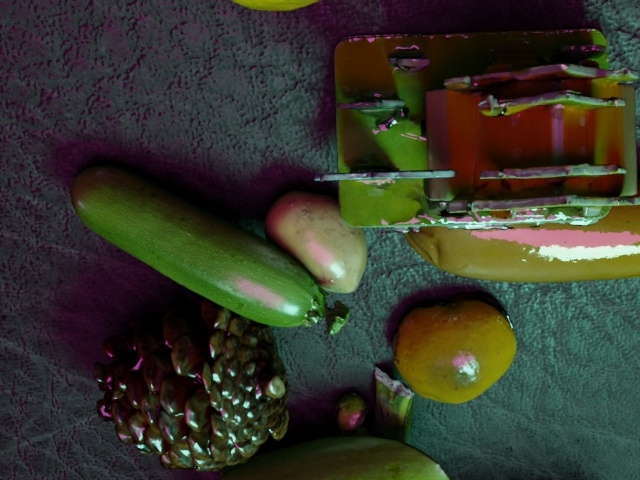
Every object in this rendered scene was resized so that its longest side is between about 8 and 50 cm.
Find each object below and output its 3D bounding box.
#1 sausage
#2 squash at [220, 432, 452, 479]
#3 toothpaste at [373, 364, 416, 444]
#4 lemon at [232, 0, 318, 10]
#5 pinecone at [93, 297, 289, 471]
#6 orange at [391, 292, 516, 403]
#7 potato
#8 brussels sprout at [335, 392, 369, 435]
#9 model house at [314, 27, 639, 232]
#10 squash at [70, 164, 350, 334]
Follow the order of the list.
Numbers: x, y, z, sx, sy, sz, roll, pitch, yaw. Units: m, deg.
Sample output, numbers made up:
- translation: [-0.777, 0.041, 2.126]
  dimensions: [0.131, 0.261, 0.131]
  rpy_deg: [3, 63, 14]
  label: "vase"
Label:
- translation: [0.274, -0.009, 1.499]
  dimensions: [0.353, 0.116, 0.134]
  rpy_deg: [-3, 134, 4]
  label: "sausage"
- translation: [0.039, 0.379, 1.628]
  dimensions: [0.308, 0.210, 0.234]
  rpy_deg: [-18, 84, 3]
  label: "squash"
- translation: [0.099, 0.291, 1.689]
  dimensions: [0.046, 0.078, 0.248]
  rpy_deg: [-24, 129, -34]
  label: "toothpaste"
- translation: [-0.037, -0.337, 1.254]
  dimensions: [0.256, 0.188, 0.188]
  rpy_deg: [-24, 118, 9]
  label: "lemon"
- translation: [-0.158, 0.188, 1.531]
  dimensions: [0.272, 0.224, 0.224]
  rpy_deg: [-12, 123, 33]
  label: "pinecone"
- translation: [0.180, 0.151, 1.589]
  dimensions: [0.160, 0.112, 0.170]
  rpy_deg: [25, 104, -15]
  label: "orange"
- translation: [-0.002, -0.001, 1.495]
  dimensions: [0.147, 0.112, 0.112]
  rpy_deg: [39, 111, -13]
  label: "potato"
- translation: [0.047, 0.254, 1.669]
  dimensions: [0.046, 0.051, 0.083]
  rpy_deg: [6, 124, 32]
  label: "brussels sprout"
- translation: [0.172, -0.131, 1.284]
  dimensions: [0.357, 0.313, 0.243]
  rpy_deg: [0, 90, 0]
  label: "model house"
- translation: [-0.139, 0.015, 1.449]
  dimensions: [0.378, 0.101, 0.101]
  rpy_deg: [29, 116, 3]
  label: "squash"
